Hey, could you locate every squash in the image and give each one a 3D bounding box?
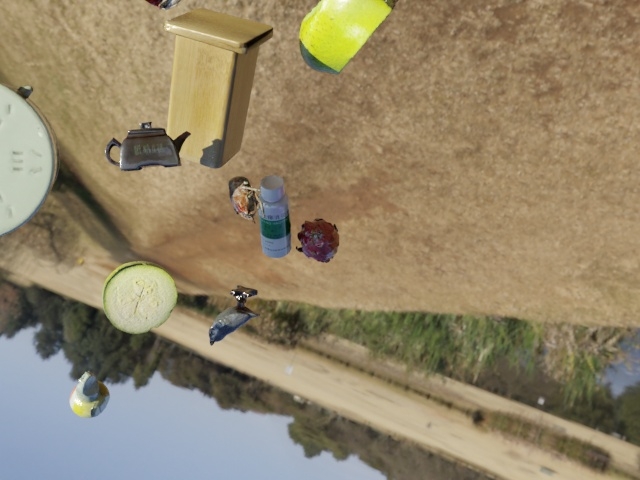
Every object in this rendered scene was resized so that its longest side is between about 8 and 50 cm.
[{"bbox_3d":[-0.528,0.163,1.943,0.219,0.219,0.041,30,-179,-30],"label":"squash"}]

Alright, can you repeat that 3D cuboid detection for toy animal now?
[{"bbox_3d":[-0.265,0.247,2.077,0.117,0.210,0.121,29,-175,-6],"label":"toy animal"}]

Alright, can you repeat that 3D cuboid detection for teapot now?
[{"bbox_3d":[-0.354,-0.196,1.370,0.177,0.096,0.087,-7,-174,-8],"label":"teapot"}]

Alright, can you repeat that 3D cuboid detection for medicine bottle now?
[{"bbox_3d":[-0.134,-0.068,1.934,0.095,0.095,0.260,19,136,22],"label":"medicine bottle"}]

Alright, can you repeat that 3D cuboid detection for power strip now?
[{"bbox_3d":[-0.719,-0.183,1.383,0.358,0.357,0.161,28,-179,-21],"label":"power strip"}]

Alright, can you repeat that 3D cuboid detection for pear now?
[{"bbox_3d":[0.053,-0.521,1.564,0.159,0.292,0.292,37,168,-8],"label":"pear"}]

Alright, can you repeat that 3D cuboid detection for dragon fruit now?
[{"bbox_3d":[0.000,0.000,2.038,0.136,0.133,0.166,21,152,34],"label":"dragon fruit"}]

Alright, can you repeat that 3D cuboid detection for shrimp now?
[{"bbox_3d":[-0.190,-0.101,1.692,0.073,0.074,0.190,-11,-141,-15],"label":"shrimp"}]

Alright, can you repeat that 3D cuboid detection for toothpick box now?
[{"bbox_3d":[-0.245,-0.342,1.511,0.190,0.308,0.187,18,-148,7],"label":"toothpick box"}]

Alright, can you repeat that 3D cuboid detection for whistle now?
[{"bbox_3d":[-0.721,0.466,2.043,0.123,0.123,0.223,22,142,8],"label":"whistle"}]

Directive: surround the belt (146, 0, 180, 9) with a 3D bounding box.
[{"bbox_3d":[-0.429,-0.684,1.535,0.324,0.115,0.227,46,-159,-13],"label":"belt"}]
